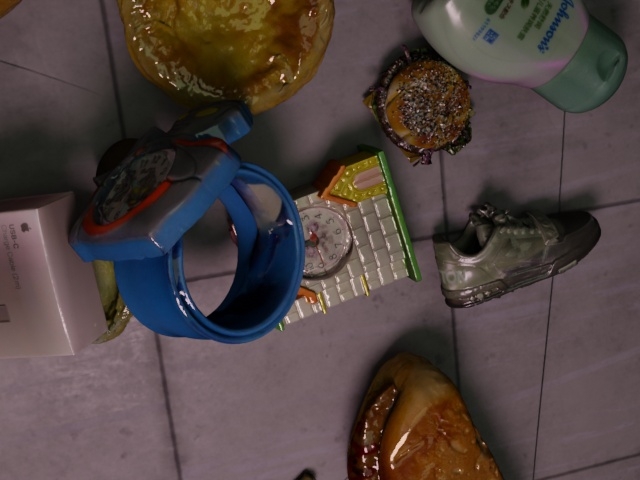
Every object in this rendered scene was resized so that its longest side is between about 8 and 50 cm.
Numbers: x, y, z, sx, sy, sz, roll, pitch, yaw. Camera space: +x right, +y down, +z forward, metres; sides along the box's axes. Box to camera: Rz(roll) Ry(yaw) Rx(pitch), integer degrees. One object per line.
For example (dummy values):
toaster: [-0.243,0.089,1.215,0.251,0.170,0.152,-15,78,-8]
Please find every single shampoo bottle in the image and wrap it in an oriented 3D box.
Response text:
shampoo bottle: [0.324,-0.326,1.310,0.349,0.151,0.222,30,86,-20]

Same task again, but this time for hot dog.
hot dog: [0.170,0.397,1.403,0.223,0.185,0.405,-31,107,-9]

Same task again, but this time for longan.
longan: [-0.270,-0.092,1.225,0.106,0.106,0.119,-5,144,-15]

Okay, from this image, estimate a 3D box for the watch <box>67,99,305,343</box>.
watch: [-0.144,-0.022,1.137,0.274,0.241,0.305,53,56,-30]

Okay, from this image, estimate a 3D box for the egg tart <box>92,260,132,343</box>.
egg tart: [-0.346,0.057,1.224,0.197,0.078,0.197,2,103,8]

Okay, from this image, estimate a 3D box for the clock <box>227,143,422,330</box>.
clock: [0.000,0.000,1.311,0.255,0.106,0.220,-22,107,-10]

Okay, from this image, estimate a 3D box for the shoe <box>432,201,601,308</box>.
shoe: [0.318,-0.008,1.395,0.293,0.109,0.149,-27,113,-4]

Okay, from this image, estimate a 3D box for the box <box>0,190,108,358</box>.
box: [-0.436,0.051,1.145,0.251,0.106,0.203,-5,105,16]

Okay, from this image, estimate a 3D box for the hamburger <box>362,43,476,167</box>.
hamburger: [0.168,-0.208,1.321,0.189,0.093,0.164,38,89,-21]

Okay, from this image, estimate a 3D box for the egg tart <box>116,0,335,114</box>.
egg tart: [-0.136,-0.332,1.182,0.319,0.128,0.319,-6,109,-16]

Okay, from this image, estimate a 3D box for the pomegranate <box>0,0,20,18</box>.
pomegranate: [-0.462,-0.412,0.986,0.332,0.332,0.332,-3,103,-15]

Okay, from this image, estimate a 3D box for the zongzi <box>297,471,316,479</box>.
zongzi: [-0.022,0.443,1.438,0.076,0.040,0.083,-46,121,-9]
